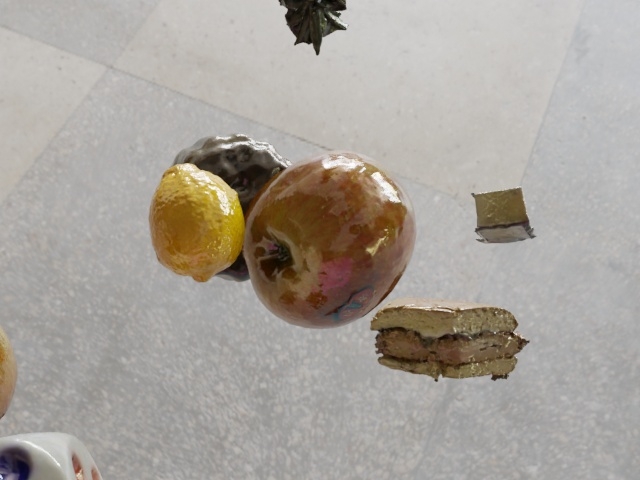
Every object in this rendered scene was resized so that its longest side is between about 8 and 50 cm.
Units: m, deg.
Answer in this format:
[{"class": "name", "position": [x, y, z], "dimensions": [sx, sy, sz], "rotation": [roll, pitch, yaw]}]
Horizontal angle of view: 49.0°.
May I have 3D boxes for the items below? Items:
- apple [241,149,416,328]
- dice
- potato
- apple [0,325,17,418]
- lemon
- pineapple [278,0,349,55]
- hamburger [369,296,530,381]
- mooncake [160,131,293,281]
[{"class": "apple", "position": [0.000, 0.000, 1.132], "dimensions": [0.277, 0.250, 0.309], "rotation": [34, 104, 19]}, {"class": "dice", "position": [-0.454, 0.451, 1.071], "dimensions": [0.243, 0.251, 0.259], "rotation": [-19, 63, -10]}, {"class": "potato", "position": [0.255, -0.032, 0.981], "dimensions": [0.086, 0.122, 0.061], "rotation": [-4, 79, 20]}, {"class": "apple", "position": [-0.464, 0.155, 0.802], "dimensions": [0.211, 0.188, 0.211], "rotation": [-21, 31, 13]}, {"class": "lemon", "position": [-0.184, -0.029, 1.038], "dimensions": [0.142, 0.142, 0.187], "rotation": [-15, 75, -9]}, {"class": "pineapple", "position": [-0.013, -0.385, 0.968], "dimensions": [0.128, 0.248, 0.128], "rotation": [-6, 48, 7]}, {"class": "hamburger", "position": [0.252, 0.199, 1.465], "dimensions": [0.282, 0.245, 0.156], "rotation": [-4, 101, -32]}, {"class": "mooncake", "position": [-0.166, -0.062, 1.332], "dimensions": [0.290, 0.161, 0.291], "rotation": [-1, 92, -21]}]
